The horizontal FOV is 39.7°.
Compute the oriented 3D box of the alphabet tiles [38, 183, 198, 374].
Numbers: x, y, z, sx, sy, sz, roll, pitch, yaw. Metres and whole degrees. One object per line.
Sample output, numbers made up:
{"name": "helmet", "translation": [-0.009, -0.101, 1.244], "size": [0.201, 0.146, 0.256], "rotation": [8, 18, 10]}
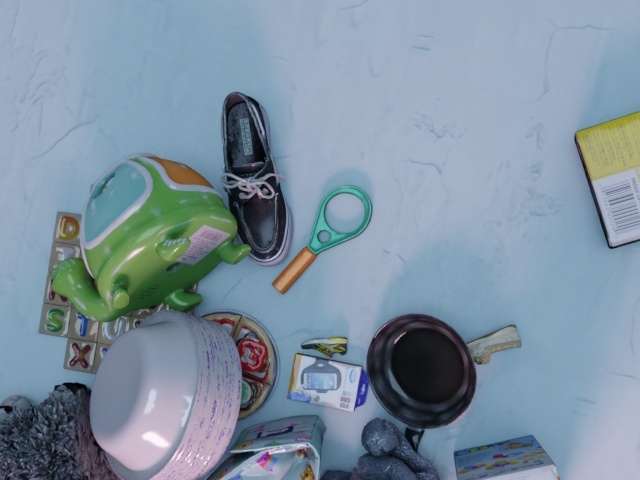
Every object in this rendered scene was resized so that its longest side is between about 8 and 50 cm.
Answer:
{"name": "alphabet tiles", "translation": [-0.362, 0.076, 1.611], "size": [0.285, 0.011, 0.343], "rotation": [8, 87, 8]}

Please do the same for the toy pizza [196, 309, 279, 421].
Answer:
{"name": "toy pizza", "translation": [-0.172, 0.222, 1.559], "size": [0.201, 0.032, 0.201], "rotation": [0, 87, 4]}

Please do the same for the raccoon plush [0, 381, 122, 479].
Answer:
{"name": "raccoon plush", "translation": [-0.511, 0.399, 1.429], "size": [0.299, 0.446, 0.216], "rotation": [-16, 111, 6]}

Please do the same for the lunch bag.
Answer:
{"name": "lunch bag", "translation": [-0.096, 0.396, 1.446], "size": [0.160, 0.223, 0.262], "rotation": [43, 91, 3]}

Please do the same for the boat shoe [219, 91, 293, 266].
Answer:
{"name": "boat shoe", "translation": [-0.117, -0.107, 1.541], "size": [0.113, 0.105, 0.307], "rotation": [-5, 85, 7]}

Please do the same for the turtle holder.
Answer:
{"name": "turtle holder", "translation": [-0.296, 0.001, 1.508], "size": [0.227, 0.243, 0.320], "rotation": [57, 134, 22]}

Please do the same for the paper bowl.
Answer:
{"name": "paper bowl", "translation": [-0.265, 0.250, 1.431], "size": [0.284, 0.148, 0.284], "rotation": [-27, 53, 42]}

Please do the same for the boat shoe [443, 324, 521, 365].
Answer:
{"name": "boat shoe", "translation": [0.275, 0.187, 1.496], "size": [0.135, 0.050, 0.045], "rotation": [-24, 78, 6]}

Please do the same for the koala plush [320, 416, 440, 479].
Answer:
{"name": "koala plush", "translation": [0.092, 0.434, 1.401], "size": [0.203, 0.221, 0.196], "rotation": [38, 109, 7]}

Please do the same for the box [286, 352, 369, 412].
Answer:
{"name": "box", "translation": [0.015, 0.248, 1.540], "size": [0.136, 0.028, 0.081], "rotation": [10, 87, 10]}

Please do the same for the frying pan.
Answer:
{"name": "frying pan", "translation": [0.186, 0.279, 1.486], "size": [0.197, 0.053, 0.326], "rotation": [-13, 92, 29]}

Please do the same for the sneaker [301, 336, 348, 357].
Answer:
{"name": "sneaker", "translation": [0.007, 0.187, 1.542], "size": [0.083, 0.031, 0.035], "rotation": [-5, 86, 7]}

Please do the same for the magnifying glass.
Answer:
{"name": "magnifying glass", "translation": [0.000, 0.000, 1.559], "size": [0.092, 0.026, 0.231], "rotation": [42, 93, 8]}

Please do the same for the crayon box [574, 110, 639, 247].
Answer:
{"name": "crayon box", "translation": [0.597, -0.126, 1.436], "size": [0.318, 0.081, 0.202], "rotation": [-17, 82, 15]}

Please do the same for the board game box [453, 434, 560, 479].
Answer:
{"name": "board game box", "translation": [0.292, 0.403, 1.366], "size": [0.144, 0.275, 0.142], "rotation": [-14, 85, 6]}
